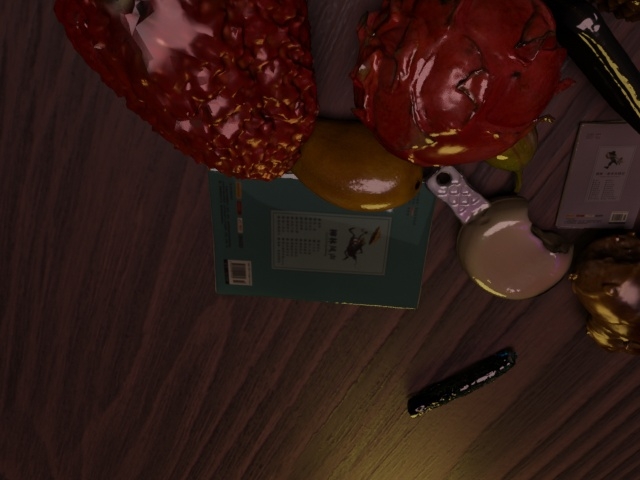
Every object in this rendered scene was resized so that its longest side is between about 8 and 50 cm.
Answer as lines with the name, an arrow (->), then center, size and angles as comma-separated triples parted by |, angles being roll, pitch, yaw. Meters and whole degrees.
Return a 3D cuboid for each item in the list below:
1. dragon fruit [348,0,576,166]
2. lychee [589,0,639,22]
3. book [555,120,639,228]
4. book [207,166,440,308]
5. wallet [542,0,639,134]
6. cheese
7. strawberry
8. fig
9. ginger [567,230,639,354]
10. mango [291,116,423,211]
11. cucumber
dragon fruit -> 0.159, -0.206, 0.608 | 0.252, 0.241, 0.241 | -18, 122, -15
lychee -> 0.361, -0.349, 0.487 | 0.267, 0.268, 0.268 | 2, 122, 3
book -> 0.450, -0.099, 0.775 | 0.127, 0.014, 0.182 | 0, 122, 4
book -> 0.000, 0.000, 0.855 | 0.378, 0.031, 0.265 | 5, 122, 1
wallet -> 0.353, -0.219, 0.616 | 0.250, 0.149, 0.044 | 35, 121, -26
cheese -> 0.276, -0.019, 0.794 | 0.163, 0.082, 0.286 | -38, 113, 22
strawberry -> -0.148, -0.236, 0.614 | 0.291, 0.292, 0.344 | -2, 140, 5
fig -> 0.289, -0.138, 0.740 | 0.093, 0.093, 0.166 | -38, 140, 23
ginger -> 0.596, 0.090, 0.800 | 0.357, 0.153, 0.275 | -14, 120, 14
mango -> 0.040, -0.117, 0.733 | 0.227, 0.099, 0.136 | 22, 83, 6
cucumber -> 0.288, 0.295, 1.010 | 0.256, 0.043, 0.044 | -36, 118, 21
